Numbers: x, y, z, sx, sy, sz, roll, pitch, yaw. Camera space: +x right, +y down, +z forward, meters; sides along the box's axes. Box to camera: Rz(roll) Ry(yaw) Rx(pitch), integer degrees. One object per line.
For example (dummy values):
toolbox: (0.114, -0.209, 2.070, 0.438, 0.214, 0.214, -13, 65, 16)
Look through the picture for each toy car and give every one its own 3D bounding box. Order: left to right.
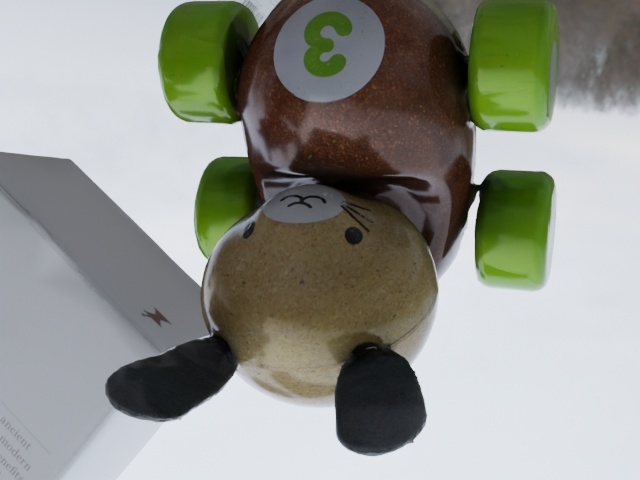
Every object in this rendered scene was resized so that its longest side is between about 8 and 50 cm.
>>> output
toy car: (0.000, 0.000, 0.376, 0.155, 0.149, 0.188, 4, -144, 17)

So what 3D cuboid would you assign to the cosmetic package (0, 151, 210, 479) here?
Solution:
cosmetic package: (-0.306, 0.168, 0.852, 0.230, 0.453, 0.161, 44, -167, 12)

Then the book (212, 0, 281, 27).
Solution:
book: (-0.039, -0.246, 0.809, 0.035, 0.144, 0.096, 37, 180, 40)
